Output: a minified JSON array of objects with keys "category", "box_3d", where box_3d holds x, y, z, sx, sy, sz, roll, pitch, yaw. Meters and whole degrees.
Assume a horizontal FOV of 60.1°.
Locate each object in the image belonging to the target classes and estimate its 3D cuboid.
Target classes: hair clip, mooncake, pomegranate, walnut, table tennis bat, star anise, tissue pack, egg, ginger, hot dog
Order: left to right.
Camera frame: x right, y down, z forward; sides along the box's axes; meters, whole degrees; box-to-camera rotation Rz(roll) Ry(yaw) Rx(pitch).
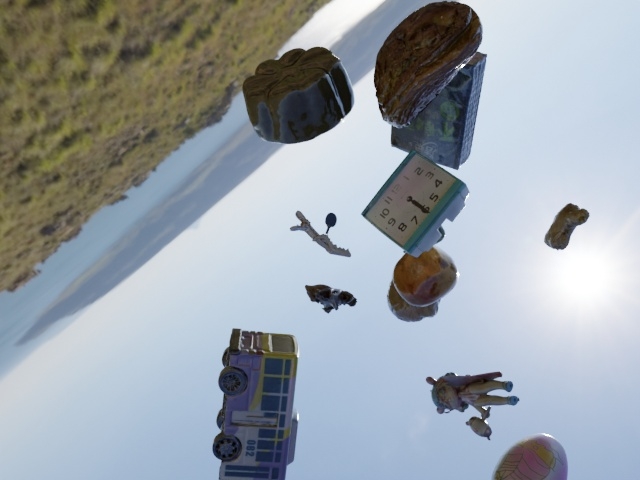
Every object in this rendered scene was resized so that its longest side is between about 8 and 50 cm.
[{"category":"mooncake","box_3d":[-0.085,-0.507,1.883,0.378,0.201,0.378,-10,-138,9]},{"category":"hair clip","box_3d":[0.000,0.000,1.717,0.034,0.226,0.072,-34,-158,53]},{"category":"table tennis bat","box_3d":[0.035,-0.062,2.009,0.007,0.050,0.083,-3,-115,54]},{"category":"star anise","box_3d":[0.046,0.249,2.340,0.257,0.198,0.111,-2,-110,52]},{"category":"walnut","box_3d":[0.349,0.198,2.057,0.228,0.228,0.228,-39,-170,8]},{"category":"hot dog","box_3d":[0.288,-0.508,1.588,0.387,0.174,0.267,-47,-137,34]},{"category":"pomegranate","box_3d":[0.340,0.105,1.824,0.215,0.215,0.215,-39,-170,8]},{"category":"tissue pack","box_3d":[0.379,-0.457,1.849,0.124,0.288,0.394,-40,144,-33]},{"category":"egg","box_3d":[0.626,0.694,1.638,0.271,0.196,0.196,-46,-169,-16]},{"category":"ginger","box_3d":[0.836,-0.060,1.884,0.213,0.074,0.137,101,-7,-51]}]

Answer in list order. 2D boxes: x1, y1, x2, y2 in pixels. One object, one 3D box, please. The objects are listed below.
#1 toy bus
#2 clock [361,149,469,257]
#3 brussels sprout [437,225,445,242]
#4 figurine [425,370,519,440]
[{"category":"toy bus","box_3d":[-0.189,0.511,1.676,0.209,0.249,0.440,-125,-139,-79]},{"category":"clock","box_3d":[0.290,-0.107,1.678,0.262,0.116,0.231,-51,-128,4]},{"category":"brussels sprout","box_3d":[0.431,-0.055,2.238,0.151,0.149,0.122,-9,162,-37]},{"category":"figurine","box_3d":[0.414,0.424,1.476,0.103,0.205,0.260,-31,-173,-42]}]
